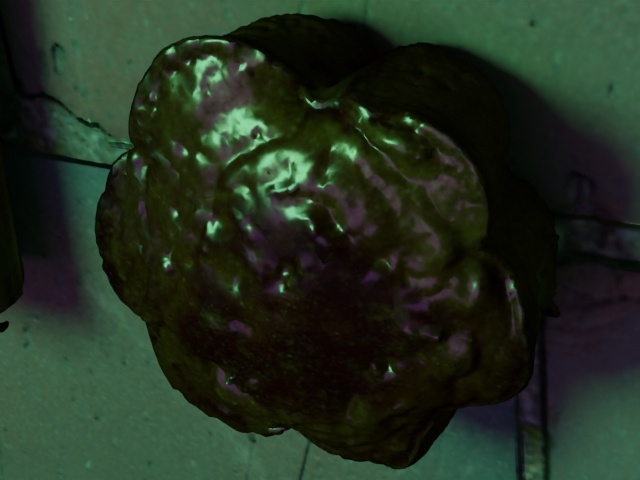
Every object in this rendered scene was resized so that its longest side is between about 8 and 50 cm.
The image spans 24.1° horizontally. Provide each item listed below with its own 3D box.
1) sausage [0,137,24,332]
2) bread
[{"bbox_3d":[-0.250,-0.086,0.867,0.125,0.117,0.317,-128,29,-50],"label":"sausage"},{"bbox_3d":[0.009,0.010,0.765,0.232,0.135,0.247,26,131,14],"label":"bread"}]
